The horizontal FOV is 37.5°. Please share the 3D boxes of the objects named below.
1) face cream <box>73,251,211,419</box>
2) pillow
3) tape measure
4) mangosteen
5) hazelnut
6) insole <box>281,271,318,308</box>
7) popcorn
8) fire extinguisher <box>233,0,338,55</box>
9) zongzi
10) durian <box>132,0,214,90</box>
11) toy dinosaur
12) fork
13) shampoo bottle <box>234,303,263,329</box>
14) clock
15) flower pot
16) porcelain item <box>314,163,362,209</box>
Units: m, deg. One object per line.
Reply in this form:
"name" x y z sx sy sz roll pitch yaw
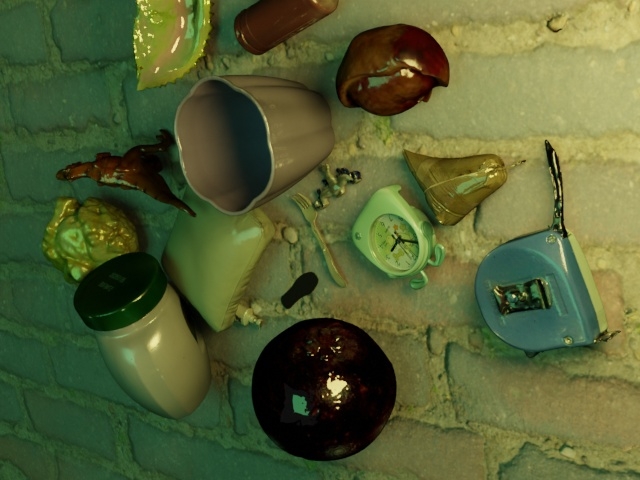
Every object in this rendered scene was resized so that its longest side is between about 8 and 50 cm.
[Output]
"face cream" -0.395 0.225 2.175 0.312 0.219 0.357 -112 -2 -55
"pillow" -0.236 0.016 2.094 0.255 0.119 0.322 45 127 27
"tape measure" 0.354 0.023 1.615 0.215 0.097 0.352 -18 91 42
"mangosteen" -0.003 0.306 1.891 0.297 0.297 0.313 53 142 13
"hazelnut" 0.125 -0.295 1.643 0.201 0.170 0.161 16 116 47
"insole" -0.046 0.108 2.046 0.045 0.002 0.135 56 132 12
"popcorn" -0.572 0.003 2.338 0.256 0.195 0.255 -9 105 23
"fire extinguisher" -0.046 -0.451 1.794 0.269 0.104 0.105 -21 91 43
"zongzi" 0.242 -0.143 1.670 0.189 0.081 0.178 -44 66 35
"durian" -0.322 -0.498 1.958 0.157 0.169 0.356 11 117 38
"toy dinosaur" -0.404 -0.162 2.136 0.432 0.208 0.097 9 128 30
"fork" 0.003 -0.002 1.956 0.034 0.028 0.220 -29 90 35
"shampoo bottle" -0.186 0.166 2.166 0.141 0.034 0.049 21 105 33
"clock" 0.153 0.000 1.798 0.188 0.060 0.148 48 129 17
"flower pot" -0.115 -0.207 1.834 0.265 0.243 0.265 16 117 34
"porcelain item" 0.022 -0.122 1.894 0.136 0.021 0.075 -35 81 42
